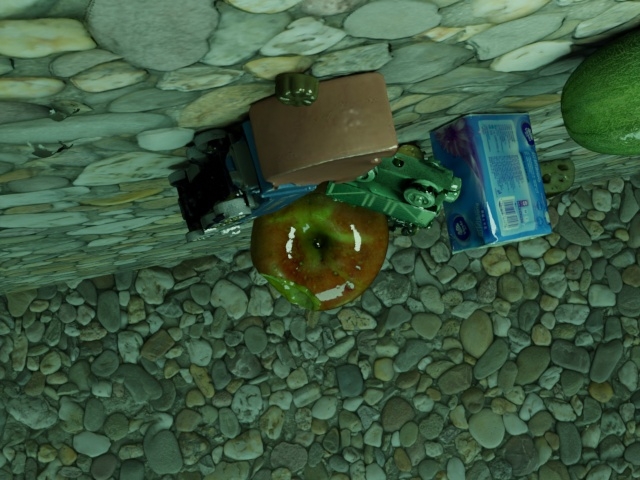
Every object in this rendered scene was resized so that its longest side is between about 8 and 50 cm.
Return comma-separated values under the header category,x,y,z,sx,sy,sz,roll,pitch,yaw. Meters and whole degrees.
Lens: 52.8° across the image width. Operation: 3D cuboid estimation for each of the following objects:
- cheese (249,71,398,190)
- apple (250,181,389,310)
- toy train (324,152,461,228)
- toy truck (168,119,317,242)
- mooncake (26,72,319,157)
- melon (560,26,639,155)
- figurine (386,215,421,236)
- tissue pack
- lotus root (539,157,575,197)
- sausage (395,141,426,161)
category,x,y,z,sx,sy,sz,roll,pitch,yaw
cheese,0.033,-0.155,0.935,0.177,0.128,0.202,-14,174,42
apple,0.000,0.000,1.565,0.339,0.340,0.339,-11,176,-1
toy train,0.133,-0.118,1.255,0.269,0.115,0.154,17,153,-4
toy truck,-0.144,-0.098,1.119,0.175,0.146,0.367,-14,177,-27
mooncake,-0.174,-0.167,0.800,0.346,0.057,0.150,-18,163,4
melon,0.491,-0.223,0.925,0.287,0.182,0.182,-16,174,42
figurine,0.185,-0.086,1.988,0.260,0.186,0.382,3,175,-29
tissue pack,0.352,-0.119,1.346,0.198,0.264,0.146,-9,175,-33
lotus root,0.781,-0.216,2.283,0.234,0.138,0.119,-4,164,-19
sausage,0.205,-0.172,1.543,0.083,0.083,0.264,-12,178,5
